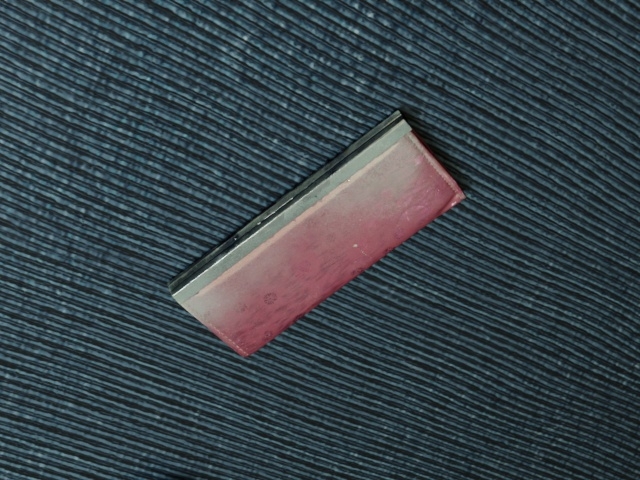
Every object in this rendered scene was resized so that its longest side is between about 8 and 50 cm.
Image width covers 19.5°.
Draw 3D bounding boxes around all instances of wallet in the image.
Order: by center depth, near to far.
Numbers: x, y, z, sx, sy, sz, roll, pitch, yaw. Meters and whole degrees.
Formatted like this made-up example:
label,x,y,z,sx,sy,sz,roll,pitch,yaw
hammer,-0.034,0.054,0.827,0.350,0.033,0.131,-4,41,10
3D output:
label,x,y,z,sx,sy,sz,roll,pitch,yaw
wallet,0.000,0.000,1.494,0.232,0.025,0.119,-36,136,8
